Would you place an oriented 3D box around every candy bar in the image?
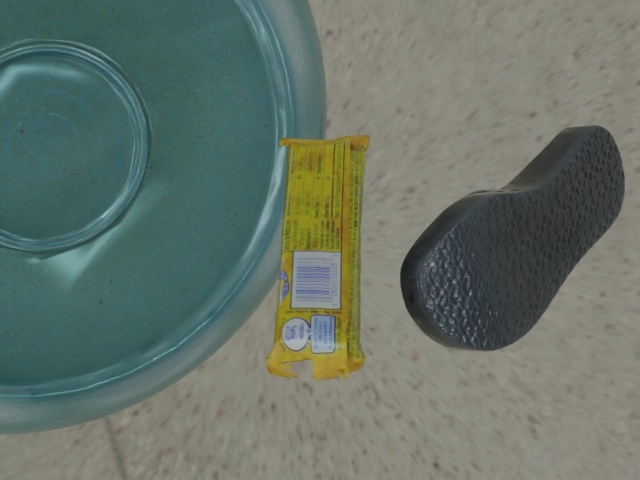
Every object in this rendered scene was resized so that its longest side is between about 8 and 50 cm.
[{"bbox_3d":[0.000,0.000,0.672,0.040,0.161,0.018,0,128,2],"label":"candy bar"}]

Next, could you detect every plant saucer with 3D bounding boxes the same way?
[{"bbox_3d":[-0.136,-0.048,0.791,0.317,0.044,0.317,-7,109,-21],"label":"plant saucer"}]

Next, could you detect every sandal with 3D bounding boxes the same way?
[{"bbox_3d":[0.122,0.000,1.066,0.054,0.254,0.097,-2,108,37],"label":"sandal"}]
